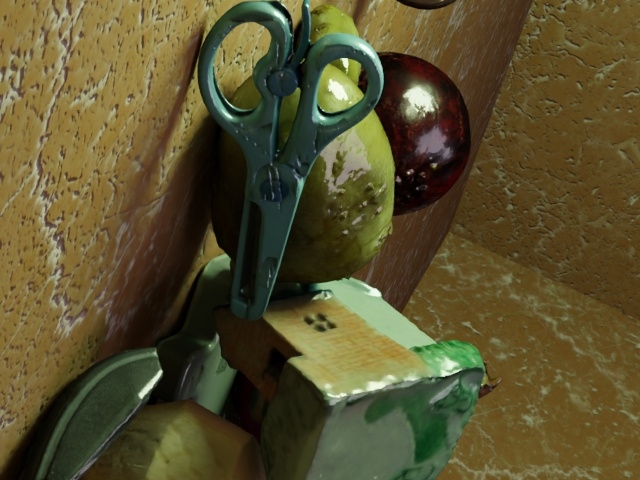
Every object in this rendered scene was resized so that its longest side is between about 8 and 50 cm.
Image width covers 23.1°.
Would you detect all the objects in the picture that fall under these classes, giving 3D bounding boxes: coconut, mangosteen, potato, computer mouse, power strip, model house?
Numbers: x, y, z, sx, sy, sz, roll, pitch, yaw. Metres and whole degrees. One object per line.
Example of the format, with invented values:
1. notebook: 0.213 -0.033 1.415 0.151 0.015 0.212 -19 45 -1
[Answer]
1. coconut: -0.161 0.314 1.794 0.259 0.259 0.259 -62 170 -18
2. mangosteen: 0.079 -0.164 2.076 0.235 0.235 0.261 105 -25 -47
3. potato: -0.023 -0.069 1.716 0.173 0.210 0.307 -57 160 -33
4. computer mouse: -0.243 0.187 1.570 0.231 0.071 0.126 -49 179 -25
5. power strip: -0.155 0.147 1.947 0.193 0.059 0.265 -19 131 -69
6. model house: -0.017 0.141 1.820 0.267 0.325 0.194 -8 129 -42
7. potato: 0.008 -0.211 1.814 0.188 0.085 0.105 -94 173 -65

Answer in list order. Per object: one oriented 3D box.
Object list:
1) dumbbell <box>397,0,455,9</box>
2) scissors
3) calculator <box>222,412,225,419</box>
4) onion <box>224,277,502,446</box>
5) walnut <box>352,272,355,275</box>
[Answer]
1. dumbbell: 0.127 -0.375 1.960 0.140 0.124 0.225 -65 171 -1
2. scissors: -0.051 -0.068 1.580 0.032 0.180 0.393 -85 -173 -53
3. calculator: -0.176 0.281 2.235 0.256 0.054 0.386 -53 164 -51
4. onion: 0.058 0.204 2.126 0.348 0.385 0.348 171 -90 -81
5. walnut: 0.001 0.001 2.222 0.162 0.140 0.140 12 104 -88
